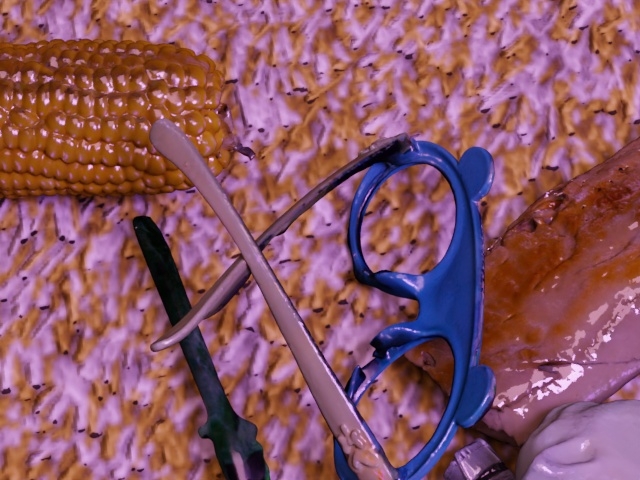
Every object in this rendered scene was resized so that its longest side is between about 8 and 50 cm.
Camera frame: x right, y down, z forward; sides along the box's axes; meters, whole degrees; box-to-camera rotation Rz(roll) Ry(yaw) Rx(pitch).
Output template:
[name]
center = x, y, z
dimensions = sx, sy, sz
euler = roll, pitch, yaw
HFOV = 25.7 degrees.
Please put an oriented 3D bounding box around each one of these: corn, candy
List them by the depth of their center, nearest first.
[candy]
center = -0.053, 0.107, 0.804
dimensions = 0.097, 0.097, 0.323
euler = -19, 58, -9
[corn]
center = -0.194, -0.075, 0.874
dimensions = 0.311, 0.101, 0.101
euler = -1, 64, 3

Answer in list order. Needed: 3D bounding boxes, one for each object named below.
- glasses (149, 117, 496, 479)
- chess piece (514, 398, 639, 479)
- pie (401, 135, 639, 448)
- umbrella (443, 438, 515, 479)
[glasses]
center = -0.011, 0.020, 0.801
dimensions = 0.207, 0.102, 0.239
euler = 14, 55, -9
[chess piece]
center = 0.242, 0.175, 0.721
dimensions = 0.298, 0.175, 0.176
euler = 35, 69, 21
[pie]
center = 0.182, 0.009, 0.840
dimensions = 0.282, 0.068, 0.128
euler = -41, 50, -10
[umbrella]
center = 0.144, 0.183, 0.773
dimensions = 0.046, 0.050, 0.188
euler = -28, 65, -36
